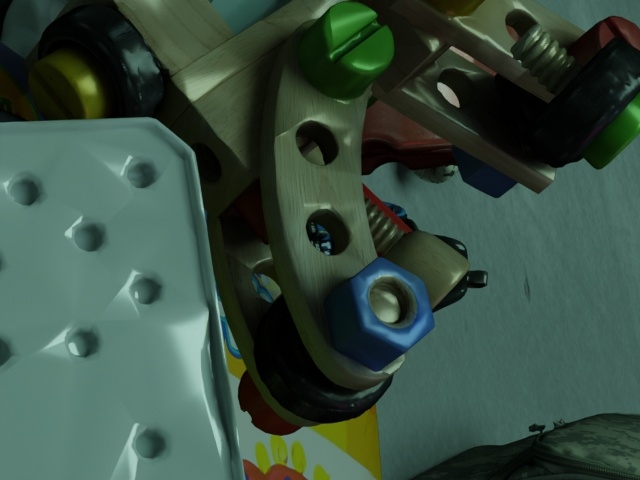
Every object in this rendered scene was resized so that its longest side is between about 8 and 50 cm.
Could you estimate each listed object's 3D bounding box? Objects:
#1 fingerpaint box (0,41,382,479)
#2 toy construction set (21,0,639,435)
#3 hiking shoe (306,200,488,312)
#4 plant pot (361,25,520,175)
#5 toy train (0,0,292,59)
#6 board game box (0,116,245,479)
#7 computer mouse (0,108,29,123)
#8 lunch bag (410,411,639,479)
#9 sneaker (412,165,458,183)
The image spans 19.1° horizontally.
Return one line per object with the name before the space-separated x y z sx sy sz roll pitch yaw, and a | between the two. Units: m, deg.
fingerpaint box | -0.134 0.138 0.889 0.445 0.163 0.371 35 45 -54
toy construction set | -0.011 -0.068 0.865 0.237 0.257 0.309 44 -13 1
hiking shoe | 0.000 0.000 1.307 0.304 0.132 0.113 16 62 -63
plant pot | 0.033 -0.185 1.365 0.272 0.272 0.265 -1 85 -66
toy train | -0.118 -0.138 1.058 0.142 0.190 0.334 68 24 -13
board game box | -0.203 0.160 0.573 0.390 0.050 0.390 -4 76 -22
computer mouse | -0.129 0.045 0.711 0.071 0.041 0.242 48 36 -43
lunch bag | 0.227 0.246 1.507 0.305 0.256 0.213 -7 83 -67
sneaker | 0.070 -0.226 1.613 0.182 0.158 0.410 -47 116 -43
